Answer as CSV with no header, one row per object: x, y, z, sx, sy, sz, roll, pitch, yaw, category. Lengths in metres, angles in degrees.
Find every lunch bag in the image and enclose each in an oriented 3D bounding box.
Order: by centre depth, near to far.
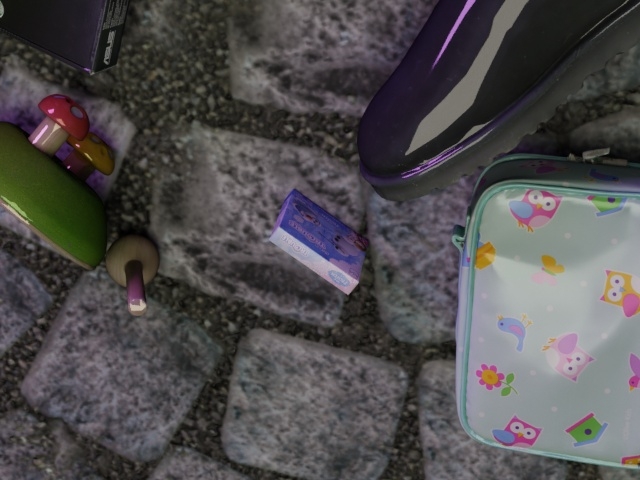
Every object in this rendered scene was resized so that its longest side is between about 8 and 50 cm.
0.225,0.056,1.267,0.224,0.108,0.279,7,113,11,lunch bag

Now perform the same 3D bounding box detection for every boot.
0.069,-0.296,1.094,0.367,0.146,0.445,-39,118,3,boot

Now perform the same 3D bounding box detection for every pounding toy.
-0.224,-0.054,1.321,0.237,0.183,0.110,41,89,-11,pounding toy

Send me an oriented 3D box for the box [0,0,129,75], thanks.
-0.242,-0.265,1.240,0.184,0.045,0.190,29,119,20,box

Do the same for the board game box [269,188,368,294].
0.000,0.000,1.333,0.090,0.090,0.020,35,116,-9,board game box
